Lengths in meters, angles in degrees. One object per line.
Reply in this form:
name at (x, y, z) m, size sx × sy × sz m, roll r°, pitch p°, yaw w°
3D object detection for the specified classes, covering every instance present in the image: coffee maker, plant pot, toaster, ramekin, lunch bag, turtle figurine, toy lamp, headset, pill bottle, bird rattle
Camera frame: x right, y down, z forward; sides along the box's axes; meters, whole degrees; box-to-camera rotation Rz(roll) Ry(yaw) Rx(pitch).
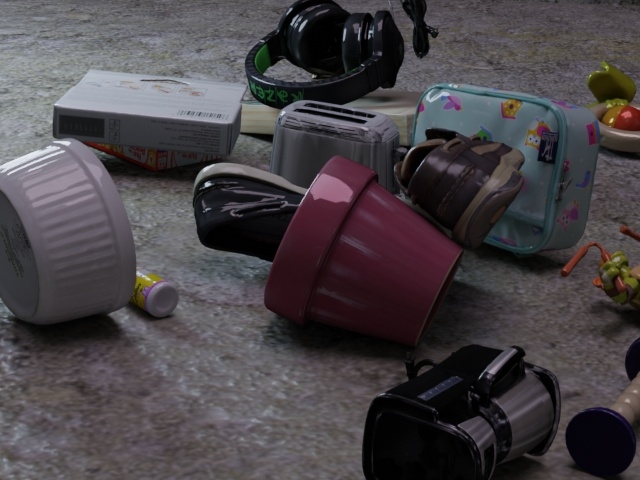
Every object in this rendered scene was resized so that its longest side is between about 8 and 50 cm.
coffee maker at (0.116, 0.177, 1.325) m, size 0.171 × 0.120 × 0.178 m, roll -9°, pitch 6°, yaw 38°
plant pot at (0.057, 0.028, 1.606) m, size 0.180 × 0.201 × 0.201 m, roll 26°, pitch 24°, yaw 9°
toaster at (0.014, -0.117, 2.036) m, size 0.227 × 0.146 × 0.129 m, roll 12°, pitch 20°, yaw 19°
ramekin at (-0.305, -0.003, 1.564) m, size 0.109 × 0.207 × 0.207 m, roll -19°, pitch 30°, yaw -32°
lunch bag at (0.249, -0.098, 1.940) m, size 0.108 × 0.224 × 0.279 m, roll 2°, pitch 11°, yaw -45°
turtle figurine at (0.419, 0.067, 1.719) m, size 0.217 × 0.087 × 0.270 m, roll 28°, pitch 20°, yaw 31°
toy lamp at (0.333, 0.157, 1.456) m, size 0.080 × 0.080 × 0.275 m, roll 15°, pitch 21°, yaw 25°
headset at (0.051, -0.313, 2.372) m, size 0.243 × 0.185 × 0.394 m, roll 20°, pitch 46°, yaw 38°
pill bottle at (-0.207, 0.058, 1.642) m, size 0.043 × 0.043 × 0.083 m, roll -12°, pitch 25°, yaw -39°
bird rattle at (0.574, -0.206, 2.541) m, size 0.254 × 0.143 × 0.207 m, roll 33°, pitch 43°, yaw 29°

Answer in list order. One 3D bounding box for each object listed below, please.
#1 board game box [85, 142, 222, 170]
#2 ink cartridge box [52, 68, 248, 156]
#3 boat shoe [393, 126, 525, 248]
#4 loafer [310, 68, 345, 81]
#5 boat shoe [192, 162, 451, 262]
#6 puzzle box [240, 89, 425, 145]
board game box at (-0.275, -0.168, 2.251) m, size 0.194 × 0.045 × 0.147 m, roll 22°, pitch 25°, yaw 39°
ink cartridge box at (-0.261, -0.205, 2.201) m, size 0.275 × 0.060 × 0.239 m, roll 6°, pitch 19°, yaw 2°
boat shoe at (0.169, -0.088, 1.725) m, size 0.130 × 0.132 × 0.355 m, roll 36°, pitch 6°, yaw -1°
loafer at (0.051, -0.292, 2.496) m, size 0.148 × 0.056 × 0.050 m, roll -23°, pitch 22°, yaw -34°
boat shoe at (0.001, -0.003, 1.770) m, size 0.340 × 0.127 × 0.113 m, roll 17°, pitch 44°, yaw -11°
puzzle box at (0.087, -0.212, 2.352) m, size 0.272 × 0.052 × 0.409 m, roll -14°, pitch 16°, yaw -42°
